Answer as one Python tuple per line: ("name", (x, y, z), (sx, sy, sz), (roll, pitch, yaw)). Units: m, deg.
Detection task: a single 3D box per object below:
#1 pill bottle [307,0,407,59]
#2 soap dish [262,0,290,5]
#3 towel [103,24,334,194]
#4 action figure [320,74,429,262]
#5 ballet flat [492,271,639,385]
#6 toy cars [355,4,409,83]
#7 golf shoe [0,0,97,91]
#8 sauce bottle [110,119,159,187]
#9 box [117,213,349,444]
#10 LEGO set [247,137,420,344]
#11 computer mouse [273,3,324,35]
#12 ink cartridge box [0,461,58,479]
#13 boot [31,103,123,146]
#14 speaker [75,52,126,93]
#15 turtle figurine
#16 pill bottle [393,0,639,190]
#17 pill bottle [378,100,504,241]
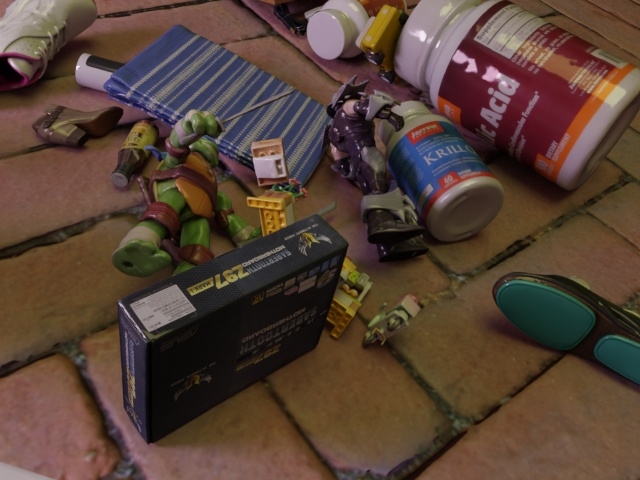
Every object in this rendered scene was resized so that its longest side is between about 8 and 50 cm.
("pill bottle", (0.073, -0.443, 1.256), (0.121, 0.121, 0.216), (34, 47, 19))
("soap dish", (-0.071, -0.608, 1.358), (0.291, 0.118, 0.229), (-29, 44, -35))
("towel", (-0.143, -0.218, 1.001), (0.336, 0.040, 0.243), (29, 43, -4))
("action figure", (0.071, -0.112, 0.899), (0.099, 0.185, 0.284), (-13, 66, -9))
("ballet flat", (0.353, 0.109, 0.812), (0.281, 0.095, 0.096), (30, 35, 1))
("toy cars", (0.179, -0.424, 1.226), (0.087, 0.176, 0.394), (35, 48, 20))
("golf shoe", (-0.476, -0.311, 1.004), (0.140, 0.115, 0.306), (42, 56, 11))
("sauce bottle", (-0.272, -0.127, 0.907), (0.042, 0.042, 0.128), (11, 43, -4))
("box", (-0.088, 0.090, 0.639), (0.233, 0.183, 0.059), (-24, 57, -34))
("LEGO set", (0.000, 0.000, 0.769), (0.287, 0.132, 0.107), (53, 38, -8))
("computer mouse", (0.004, -0.486, 1.338), (0.193, 0.042, 0.106), (-15, 51, -27))
("ink cartridge box", (-0.258, 0.332, 0.351), (0.279, 0.160, 0.384), (14, 44, 9))
("boot", (-0.371, -0.185, 0.940), (0.087, 0.042, 0.118), (25, 45, 13))
("speaker", (-0.326, -0.264, 1.020), (0.136, 0.055, 0.055), (16, 44, 0))
("turtle figurine", (-0.120, -0.050, 0.763), (0.275, 0.197, 0.266), (12, 49, 1))
("pill bottle", (0.338, -0.281, 1.092), (0.392, 0.224, 0.224), (38, 49, 22))
("pill bottle", (0.174, -0.115, 0.956), (0.124, 0.124, 0.221), (-9, 49, -23))
